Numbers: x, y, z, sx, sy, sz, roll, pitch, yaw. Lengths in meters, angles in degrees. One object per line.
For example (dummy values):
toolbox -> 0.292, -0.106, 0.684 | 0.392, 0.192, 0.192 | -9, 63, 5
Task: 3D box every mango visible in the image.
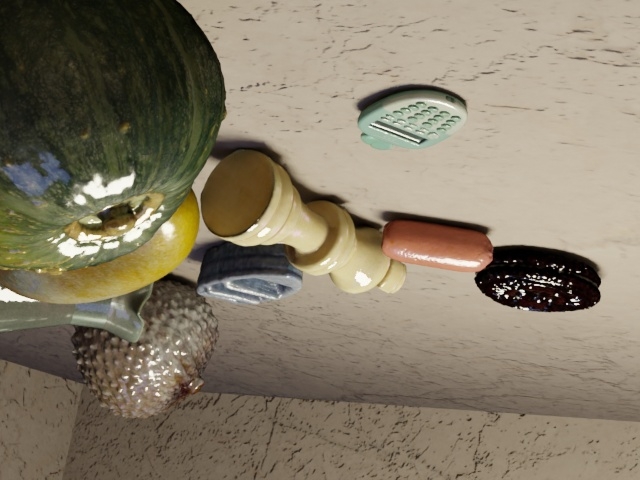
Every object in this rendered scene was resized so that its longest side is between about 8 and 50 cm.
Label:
mango -> -0.299, -0.024, 1.463 | 0.384, 0.199, 0.221 | -13, 132, 43

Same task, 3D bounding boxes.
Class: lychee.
lychee -> -0.332, 0.193, 2.142 | 0.299, 0.300, 0.300 | 9, 164, 3

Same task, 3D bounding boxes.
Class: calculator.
calculator -> 0.094, -0.126, 1.200 | 0.095, 0.021, 0.153 | 18, 162, -25

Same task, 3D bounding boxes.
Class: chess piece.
chess piece -> 0.000, 0.000, 1.534 | 0.117, 0.117, 0.397 | -1, 162, 33

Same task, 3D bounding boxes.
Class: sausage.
sausage -> 0.161, 0.007, 1.552 | 0.154, 0.062, 0.062 | 9, 164, 4

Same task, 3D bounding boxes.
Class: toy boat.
toy boat -> -0.110, 0.055, 1.853 | 0.127, 0.078, 0.283 | 19, 162, -26

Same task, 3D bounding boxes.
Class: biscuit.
biscuit -> 0.319, 0.062, 1.662 | 0.194, 0.053, 0.194 | 10, 165, 3

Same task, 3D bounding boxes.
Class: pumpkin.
pumpkin -> -0.250, -0.108, 1.000 | 0.291, 0.258, 0.327 | -10, 159, -46

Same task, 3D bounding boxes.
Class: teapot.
teapot -> -0.443, 0.034, 1.738 | 0.343, 0.253, 0.300 | 10, -162, -18
